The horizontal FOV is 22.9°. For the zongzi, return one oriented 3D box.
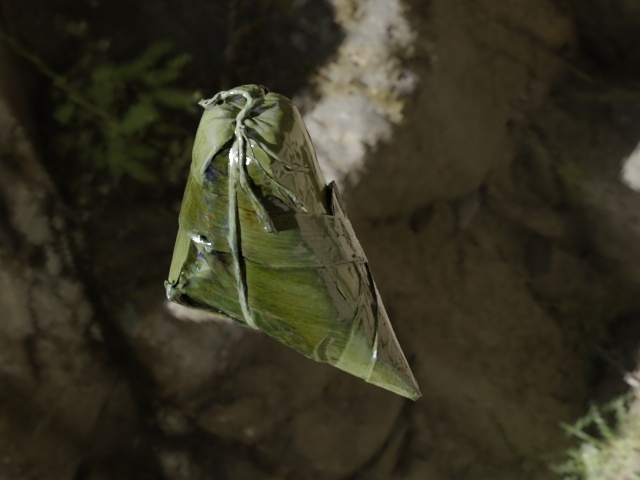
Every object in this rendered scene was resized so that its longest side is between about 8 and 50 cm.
[{"bbox_3d":[0.000,0.000,0.620,0.055,0.119,0.109,-51,-17,-44],"label":"zongzi"}]
